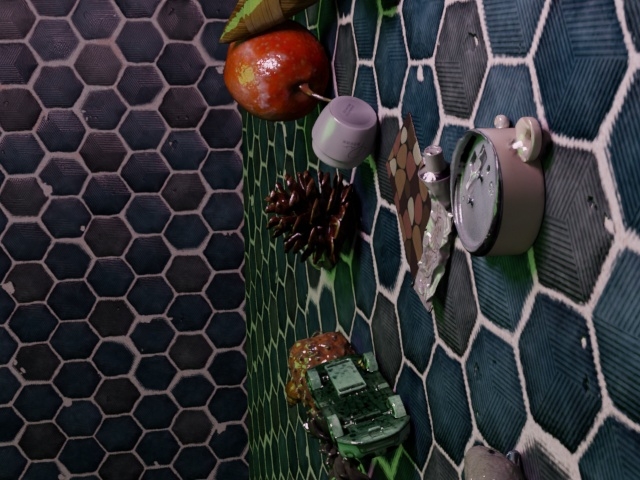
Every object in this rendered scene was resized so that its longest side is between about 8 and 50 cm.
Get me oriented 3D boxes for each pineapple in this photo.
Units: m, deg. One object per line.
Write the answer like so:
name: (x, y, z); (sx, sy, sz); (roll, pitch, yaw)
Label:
pineapple: (0.031, 0.348, 1.701); (0.170, 0.141, 0.310); (41, -147, -75)

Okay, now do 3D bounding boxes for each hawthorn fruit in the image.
hawthorn fruit: (-0.097, -0.377, 1.834); (0.263, 0.235, 0.231); (-160, 60, -83)

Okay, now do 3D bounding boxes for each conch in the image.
conch: (-0.034, 0.326, 2.089); (0.086, 0.080, 0.233); (24, 100, 39)

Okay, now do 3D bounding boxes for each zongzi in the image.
zongzi: (-0.079, -0.505, 1.669); (0.134, 0.288, 0.286); (50, 172, -14)

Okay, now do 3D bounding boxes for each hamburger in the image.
hamburger: (0.000, 0.000, 1.888); (0.140, 0.062, 0.133); (133, 132, -69)

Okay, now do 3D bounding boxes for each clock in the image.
clock: (0.202, -0.059, 0.984); (0.229, 0.063, 0.156); (107, 156, -53)

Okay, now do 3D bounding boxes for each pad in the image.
pad: (0.147, -0.073, 1.352); (0.158, 0.003, 0.235); (109, 155, -58)

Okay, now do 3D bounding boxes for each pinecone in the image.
pinecone: (-0.021, -0.050, 1.680); (0.208, 0.207, 0.208); (177, 90, -77)

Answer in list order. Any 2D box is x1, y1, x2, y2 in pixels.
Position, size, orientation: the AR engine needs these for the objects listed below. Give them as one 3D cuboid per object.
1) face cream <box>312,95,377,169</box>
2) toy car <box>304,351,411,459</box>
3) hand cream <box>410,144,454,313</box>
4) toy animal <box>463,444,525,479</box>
face cream: (0.045, -0.197, 1.524); (0.104, 0.117, 0.117); (113, 152, -47)
toy car: (0.068, 0.310, 1.508); (0.306, 0.136, 0.125); (-127, 23, -66)
hand cream: (0.161, -0.020, 1.200); (0.084, 0.050, 0.257); (-118, 23, -57)
toy animal: (0.222, 0.327, 0.940); (0.253, 0.079, 0.070); (-113, 30, -53)
